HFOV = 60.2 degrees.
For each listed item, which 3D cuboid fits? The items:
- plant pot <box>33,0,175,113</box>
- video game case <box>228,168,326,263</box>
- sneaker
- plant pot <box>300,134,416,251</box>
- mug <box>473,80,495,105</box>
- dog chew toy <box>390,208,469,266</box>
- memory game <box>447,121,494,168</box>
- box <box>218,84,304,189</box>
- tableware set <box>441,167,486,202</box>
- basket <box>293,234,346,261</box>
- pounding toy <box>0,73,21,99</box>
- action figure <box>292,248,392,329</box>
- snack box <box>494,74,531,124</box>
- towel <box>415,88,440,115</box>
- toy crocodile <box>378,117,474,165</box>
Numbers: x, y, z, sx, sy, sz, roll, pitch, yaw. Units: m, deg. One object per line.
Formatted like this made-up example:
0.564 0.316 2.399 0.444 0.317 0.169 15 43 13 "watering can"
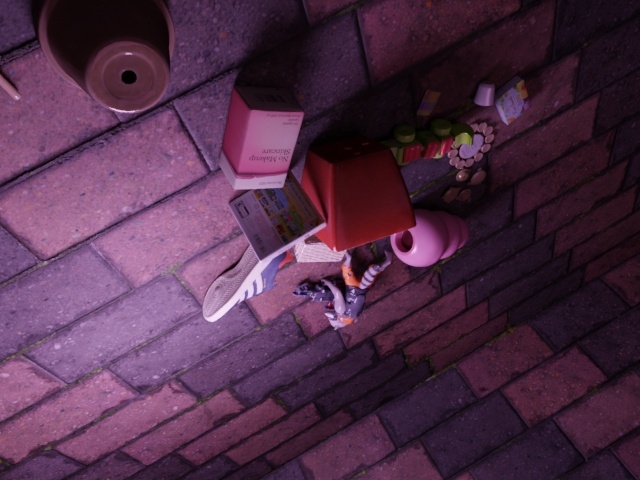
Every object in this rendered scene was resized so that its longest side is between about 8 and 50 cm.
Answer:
-0.391 -0.365 1.055 0.263 0.229 0.263 -18 137 -18 "plant pot"
-0.124 -0.072 1.539 0.206 0.227 0.026 -31 149 -3 "video game case"
-0.225 0.142 1.765 0.350 0.131 0.148 -45 135 13 "sneaker"
0.090 -0.154 1.583 0.267 0.267 0.235 -18 120 -18 "plant pot"
0.512 -0.463 1.717 0.062 0.078 0.064 5 126 5 "mug"
0.410 -0.020 1.993 0.332 0.206 0.206 -9 136 -39 "dog chew toy"
0.514 -0.324 1.885 0.186 0.012 0.186 -19 139 -18 "memory game"
-0.154 -0.259 1.405 0.149 0.127 0.232 -6 133 -30 "box"
0.523 -0.200 2.013 0.141 0.020 0.168 6 127 -37 "tableware set"
0.000 0.000 1.761 0.167 0.103 0.113 -2 144 -20 "basket"
-0.713 -0.267 1.028 0.237 0.110 0.183 -27 141 -8 "pounding toy"
0.086 0.181 1.992 0.341 0.178 0.330 -1 122 -36 "action figure"
0.626 -0.457 1.804 0.100 0.037 0.141 -39 141 9 "snack box"
0.324 -0.415 1.664 0.060 0.009 0.083 -5 134 -32 "towel"
0.317 -0.295 1.707 0.341 0.105 0.115 -15 137 -21 "toy crocodile"
